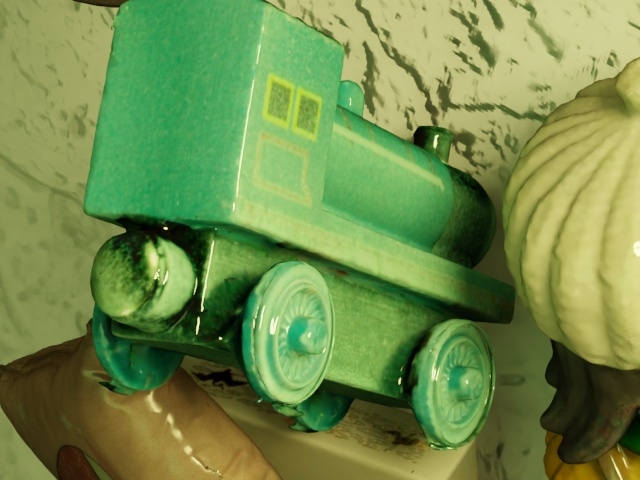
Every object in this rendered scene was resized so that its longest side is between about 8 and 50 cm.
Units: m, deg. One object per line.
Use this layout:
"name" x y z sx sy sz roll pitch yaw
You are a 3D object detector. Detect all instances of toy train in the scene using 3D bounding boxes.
"toy train" 0.000 0.000 0.971 0.120 0.298 0.194 3 79 34

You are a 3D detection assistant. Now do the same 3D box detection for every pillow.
"pillow" -0.081 0.139 1.077 0.236 0.084 0.223 46 161 -12

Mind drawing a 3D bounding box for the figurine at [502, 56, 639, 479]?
"figurine" 0.166 0.060 0.969 0.205 0.185 0.332 13 128 -12

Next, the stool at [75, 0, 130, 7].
"stool" -0.087 -0.268 0.936 0.272 0.178 0.272 18 126 25

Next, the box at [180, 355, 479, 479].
"box" 0.012 0.229 1.224 0.205 0.051 0.365 17 138 25
